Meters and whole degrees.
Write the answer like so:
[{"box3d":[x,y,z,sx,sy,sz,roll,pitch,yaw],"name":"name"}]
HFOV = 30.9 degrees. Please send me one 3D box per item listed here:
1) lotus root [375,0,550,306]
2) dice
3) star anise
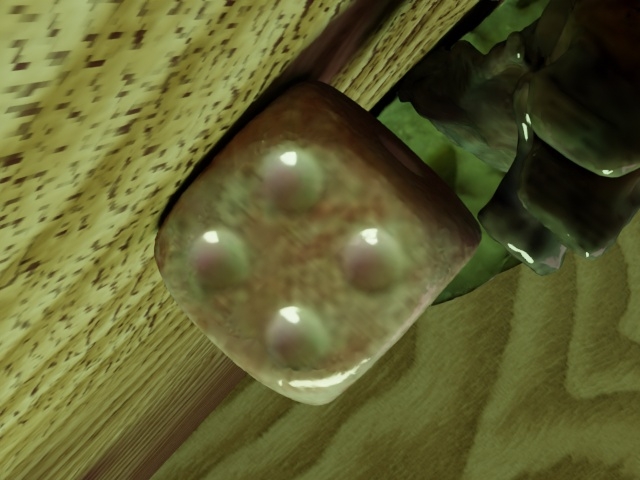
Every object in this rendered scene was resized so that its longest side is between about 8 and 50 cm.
[{"box3d":[0.092,-0.032,0.823,0.267,0.149,0.260,-43,175,-13],"name":"lotus root"},{"box3d":[0.000,0.000,0.442,0.091,0.093,0.094,-47,176,13],"name":"dice"},{"box3d":[0.102,-0.088,0.410,0.198,0.111,0.257,-63,176,-2],"name":"star anise"}]
